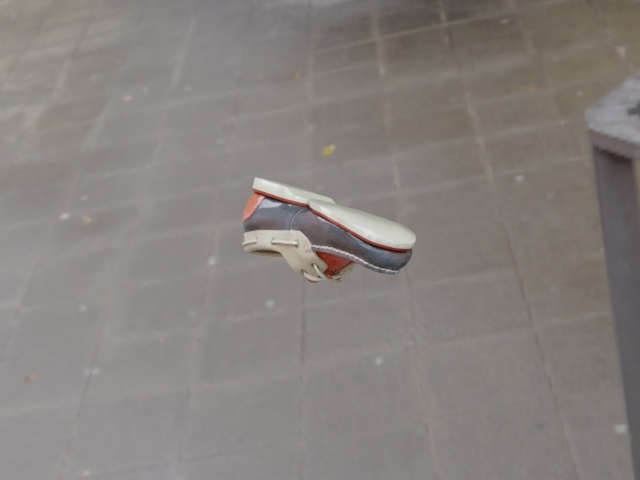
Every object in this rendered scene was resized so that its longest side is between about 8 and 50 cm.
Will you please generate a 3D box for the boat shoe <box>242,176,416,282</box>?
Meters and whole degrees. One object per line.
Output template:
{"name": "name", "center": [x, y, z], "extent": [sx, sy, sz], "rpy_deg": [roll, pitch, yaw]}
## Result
{"name": "boat shoe", "center": [0.000, 0.000, 0.602], "extent": [0.049, 0.043, 0.137], "rpy_deg": [15, 4, -34]}
